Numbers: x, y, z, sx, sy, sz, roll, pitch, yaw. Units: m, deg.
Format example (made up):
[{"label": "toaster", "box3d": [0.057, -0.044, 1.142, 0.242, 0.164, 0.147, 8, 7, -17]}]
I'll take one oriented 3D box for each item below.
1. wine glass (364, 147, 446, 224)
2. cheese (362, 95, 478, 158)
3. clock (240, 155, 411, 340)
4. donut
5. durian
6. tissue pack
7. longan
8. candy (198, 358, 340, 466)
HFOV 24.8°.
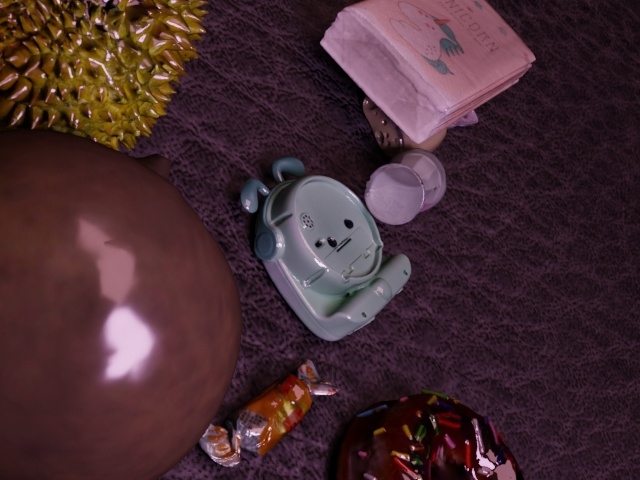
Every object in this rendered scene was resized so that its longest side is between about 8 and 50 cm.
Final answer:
[{"label": "wine glass", "box3d": [0.089, -0.056, 1.561, 0.073, 0.073, 0.155, 56, 16, 0]}, {"label": "cheese", "box3d": [0.129, -0.144, 1.731, 0.192, 0.037, 0.097, -12, 74, -49]}, {"label": "clock", "box3d": [-0.001, 0.000, 1.476, 0.188, 0.060, 0.148, 51, 39, -5]}, {"label": "donut", "box3d": [0.119, 0.252, 1.405, 0.235, 0.089, 0.235, 28, 44, -32]}, {"label": "durian", "box3d": [-0.228, -0.184, 1.254, 0.291, 0.224, 0.291, 8, 33, -6]}, {"label": "tissue pack", "box3d": [0.136, -0.227, 1.729, 0.170, 0.071, 0.325, 45, 30, 6]}, {"label": "longan", "box3d": [-0.194, 0.053, 1.072, 0.297, 0.297, 0.297, 26, 47, -32]}, {"label": "candy", "box3d": [-0.041, 0.155, 1.336, 0.053, 0.046, 0.182, 55, 40, 2]}]
